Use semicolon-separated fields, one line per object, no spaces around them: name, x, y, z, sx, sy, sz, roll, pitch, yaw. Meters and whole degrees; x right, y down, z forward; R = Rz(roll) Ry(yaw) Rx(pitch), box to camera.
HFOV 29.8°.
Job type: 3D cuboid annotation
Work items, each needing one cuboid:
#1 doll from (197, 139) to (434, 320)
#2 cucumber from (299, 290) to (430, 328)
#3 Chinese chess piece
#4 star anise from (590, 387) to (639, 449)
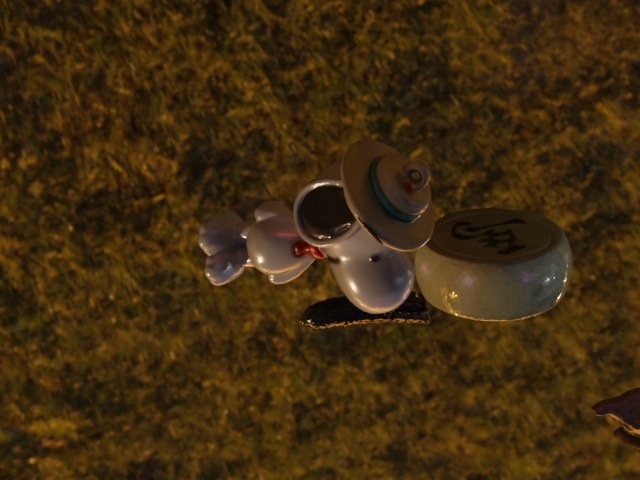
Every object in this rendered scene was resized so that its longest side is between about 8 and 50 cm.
doll;-0.010;-0.019;1.339;0.144;0.271;0.208;-40;139;-54
cucumber;0.080;0.127;2.218;0.245;0.067;0.067;-2;142;11
Chinese chess piece;0.274;0.034;1.914;0.250;0.250;0.101;-13;115;-20
star anise;0.646;0.315;2.156;0.350;0.109;0.292;-14;148;35
